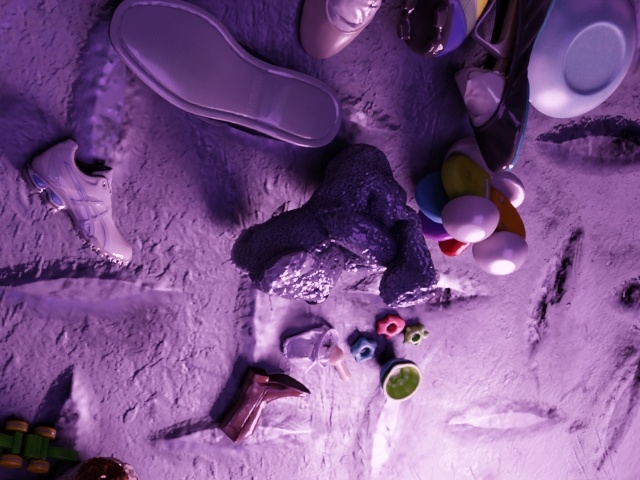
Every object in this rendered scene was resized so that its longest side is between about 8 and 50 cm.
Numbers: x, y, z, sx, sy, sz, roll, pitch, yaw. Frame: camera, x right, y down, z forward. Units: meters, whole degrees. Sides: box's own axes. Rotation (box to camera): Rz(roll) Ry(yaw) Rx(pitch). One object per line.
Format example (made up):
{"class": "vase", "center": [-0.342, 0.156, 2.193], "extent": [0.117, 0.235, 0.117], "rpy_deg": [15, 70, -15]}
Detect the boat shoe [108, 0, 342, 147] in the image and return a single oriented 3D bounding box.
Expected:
{"class": "boat shoe", "center": [-0.117, -0.184, 1.110], "extent": [0.302, 0.091, 0.114], "rpy_deg": [28, 83, -32]}

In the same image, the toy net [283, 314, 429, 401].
{"class": "toy net", "center": [0.058, 0.164, 1.413], "extent": [0.232, 0.045, 0.122], "rpy_deg": [13, 110, -30]}

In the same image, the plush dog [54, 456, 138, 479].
{"class": "plush dog", "center": [-0.339, 0.382, 1.286], "extent": [0.225, 0.210, 0.262], "rpy_deg": [-38, 161, -19]}

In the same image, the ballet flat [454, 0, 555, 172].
{"class": "ballet flat", "center": [0.227, -0.231, 1.236], "extent": [0.096, 0.095, 0.281], "rpy_deg": [12, 91, -19]}

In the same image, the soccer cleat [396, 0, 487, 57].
{"class": "soccer cleat", "center": [0.174, -0.349, 1.130], "extent": [0.121, 0.093, 0.289], "rpy_deg": [-33, 153, -43]}

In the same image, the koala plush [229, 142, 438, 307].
{"class": "koala plush", "center": [0.000, 0.000, 1.220], "extent": [0.221, 0.196, 0.203], "rpy_deg": [-22, 112, -12]}

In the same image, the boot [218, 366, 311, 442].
{"class": "boot", "center": [-0.082, 0.247, 1.397], "extent": [0.106, 0.037, 0.114], "rpy_deg": [21, 103, -19]}

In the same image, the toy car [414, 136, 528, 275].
{"class": "toy car", "center": [0.200, -0.039, 1.326], "extent": [0.136, 0.159, 0.182], "rpy_deg": [-21, 134, 32]}

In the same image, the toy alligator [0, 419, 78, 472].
{"class": "toy alligator", "center": [-0.409, 0.265, 1.248], "extent": [0.189, 0.056, 0.051], "rpy_deg": [21, 147, -33]}

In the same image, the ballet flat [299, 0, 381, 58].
{"class": "ballet flat", "center": [0.054, -0.320, 1.123], "extent": [0.086, 0.086, 0.248], "rpy_deg": [18, 108, -32]}

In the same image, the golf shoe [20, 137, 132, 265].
{"class": "golf shoe", "center": [-0.266, -0.044, 1.136], "extent": [0.086, 0.069, 0.176], "rpy_deg": [-43, 127, -6]}

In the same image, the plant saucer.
{"class": "plant saucer", "center": [0.369, -0.256, 1.334], "extent": [0.194, 0.037, 0.195], "rpy_deg": [-11, 120, -19]}
